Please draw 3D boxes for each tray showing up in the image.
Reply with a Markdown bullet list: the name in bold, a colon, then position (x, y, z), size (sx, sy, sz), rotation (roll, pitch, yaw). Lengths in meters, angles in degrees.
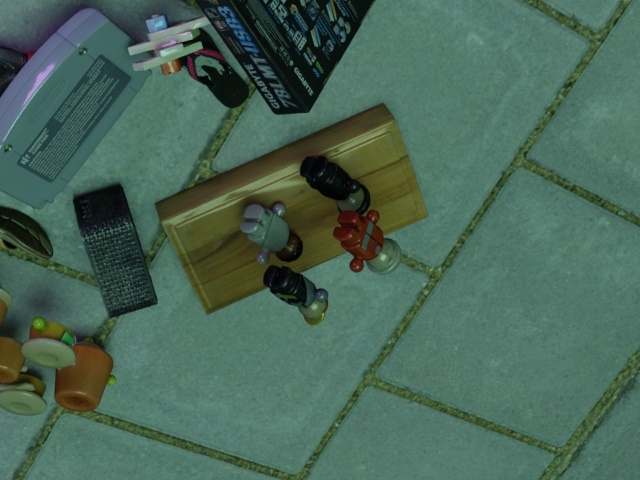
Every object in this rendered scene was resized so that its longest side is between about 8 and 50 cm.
- **tray**: position (-0.043, -0.049, 2.170), size (0.410, 0.076, 0.203), rotation (-24, 123, -2)

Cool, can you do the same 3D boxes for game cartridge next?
- **game cartridge**: position (-0.378, -0.191, 1.908), size (0.294, 0.060, 0.196), rotation (-52, 158, 0)

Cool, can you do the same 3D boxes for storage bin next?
- **storage bin**: position (-0.326, 0.018, 2.090), size (0.084, 0.122, 0.180), rotation (-16, 123, -7)

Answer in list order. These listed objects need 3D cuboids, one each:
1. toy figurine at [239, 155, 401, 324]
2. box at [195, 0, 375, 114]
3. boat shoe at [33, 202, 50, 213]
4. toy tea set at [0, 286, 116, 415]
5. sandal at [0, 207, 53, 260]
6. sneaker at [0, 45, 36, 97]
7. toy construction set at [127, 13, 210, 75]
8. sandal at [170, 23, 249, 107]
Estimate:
- **toy figurine**: position (0.000, 0.000, 2.048), size (0.209, 0.213, 0.148), rotation (-39, 139, 11)
- **box**: position (-0.049, -0.382, 1.864), size (0.295, 0.073, 0.293), rotation (53, 52, -37)
- **boat shoe**: position (-0.448, -0.099, 2.034), size (0.046, 0.038, 0.125), rotation (-46, 142, -40)
- **toy tea set**: position (-0.460, 0.164, 2.125), size (0.200, 0.124, 0.336), rotation (0, 145, 9)
- **sandal**: position (-0.502, -0.015, 2.051), size (0.180, 0.072, 0.049), rotation (24, 125, -26)
- **sneaker**: position (-0.508, -0.172, 1.936), size (0.135, 0.098, 0.276), rotation (22, 109, -27)
- **toy construction set**: position (-0.195, -0.398, 1.840), size (0.215, 0.151, 0.328), rotation (-35, 128, -47)
- **sandal**: position (-0.172, -0.267, 2.019), size (0.067, 0.040, 0.179), rotation (-42, 123, 9)
